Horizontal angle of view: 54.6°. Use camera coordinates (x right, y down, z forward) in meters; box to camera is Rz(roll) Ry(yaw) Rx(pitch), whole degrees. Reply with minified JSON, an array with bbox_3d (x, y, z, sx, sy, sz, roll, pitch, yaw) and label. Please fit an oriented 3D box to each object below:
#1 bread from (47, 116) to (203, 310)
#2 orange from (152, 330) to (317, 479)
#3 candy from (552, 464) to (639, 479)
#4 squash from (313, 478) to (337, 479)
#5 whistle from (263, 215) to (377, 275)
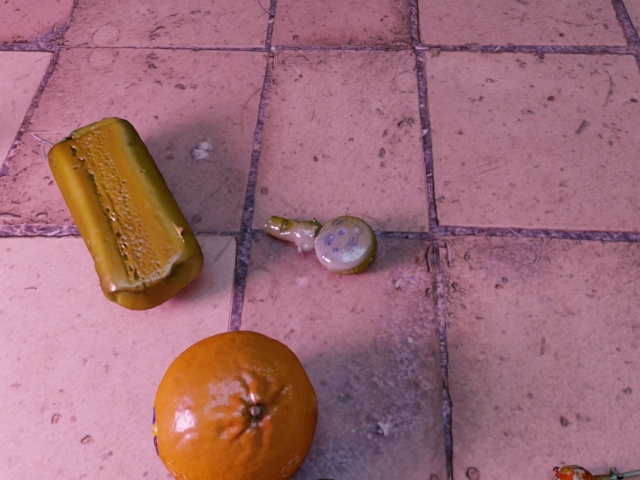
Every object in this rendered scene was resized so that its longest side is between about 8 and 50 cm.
[{"bbox_3d":[-0.330,-0.049,1.051,0.166,0.112,0.384,-27,60,-14],"label":"bread"},{"bbox_3d":[-0.111,0.227,0.817,0.219,0.193,0.219,10,47,-11],"label":"orange"},{"bbox_3d":[0.398,0.315,0.830,0.184,0.049,0.055,-6,11,-10],"label":"candy"},{"bbox_3d":[-0.078,0.365,0.789,0.228,0.066,0.066,-17,57,-11],"label":"squash"},{"bbox_3d":[0.000,0.000,1.052,0.198,0.057,0.104,13,62,19],"label":"whistle"}]
